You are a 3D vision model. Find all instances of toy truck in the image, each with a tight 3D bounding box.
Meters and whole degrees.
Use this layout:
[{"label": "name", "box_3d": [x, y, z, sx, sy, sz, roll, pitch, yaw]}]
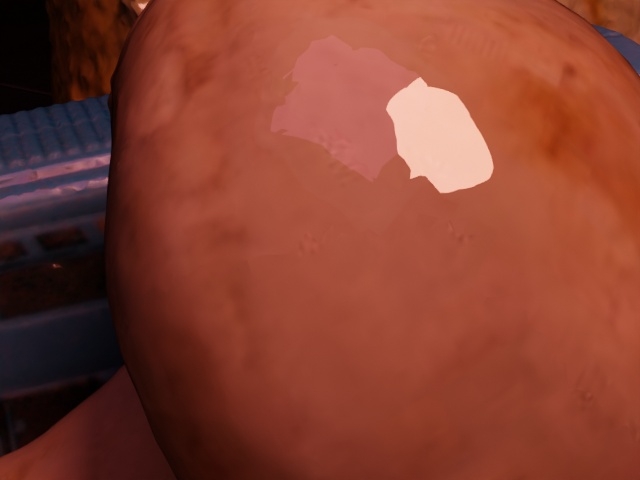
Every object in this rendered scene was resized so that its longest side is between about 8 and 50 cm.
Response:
[{"label": "toy truck", "box_3d": [0.000, 0.000, 0.722, 0.385, 0.162, 0.161, -11, 23, -12]}]

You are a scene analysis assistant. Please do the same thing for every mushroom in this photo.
[{"label": "mushroom", "box_3d": [-0.002, 0.046, 0.511, 0.290, 0.297, 0.297, -29, 24, 7]}]

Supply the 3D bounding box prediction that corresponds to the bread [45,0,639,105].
[{"label": "bread", "box_3d": [0.005, -0.154, 0.943, 0.395, 0.239, 0.264, -9, 8, -29]}]
